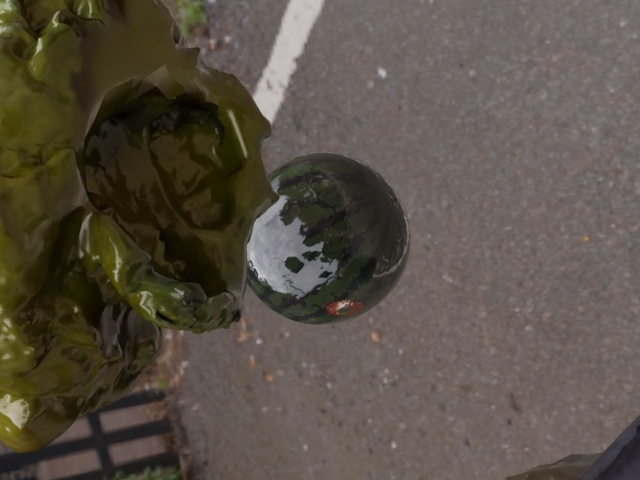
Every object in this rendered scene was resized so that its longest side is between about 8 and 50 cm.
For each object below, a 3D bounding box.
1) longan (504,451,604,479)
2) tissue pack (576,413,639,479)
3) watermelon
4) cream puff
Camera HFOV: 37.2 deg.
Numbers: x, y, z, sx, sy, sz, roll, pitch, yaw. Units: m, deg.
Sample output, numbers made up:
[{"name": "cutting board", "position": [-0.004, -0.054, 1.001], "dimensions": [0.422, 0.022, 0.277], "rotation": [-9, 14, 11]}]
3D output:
[{"name": "longan", "position": [0.346, 0.377, 0.881], "dimensions": [0.436, 0.404, 0.404], "rotation": [-29, 66, 30]}, {"name": "tissue pack", "position": [0.113, 0.250, 0.276], "dimensions": [0.288, 0.394, 0.124], "rotation": [41, 150, 26]}, {"name": "watermelon", "position": [0.000, 0.000, 1.142], "dimensions": [0.212, 0.212, 0.212], "rotation": [173, 90, -65]}, {"name": "cream puff", "position": [-0.122, -0.015, 0.508], "dimensions": [0.185, 0.282, 0.282], "rotation": [24, 130, 12]}]
